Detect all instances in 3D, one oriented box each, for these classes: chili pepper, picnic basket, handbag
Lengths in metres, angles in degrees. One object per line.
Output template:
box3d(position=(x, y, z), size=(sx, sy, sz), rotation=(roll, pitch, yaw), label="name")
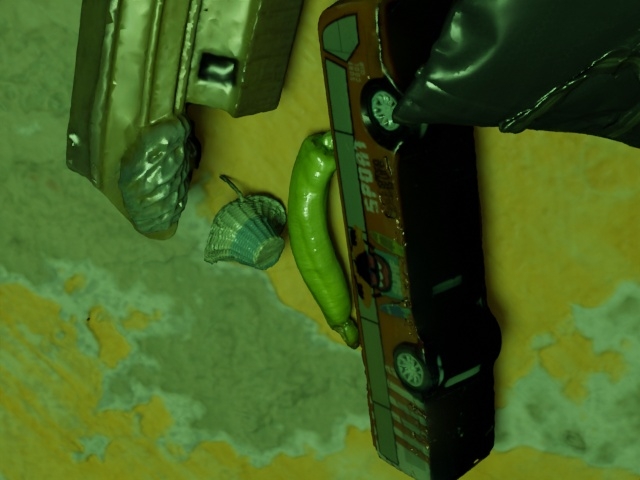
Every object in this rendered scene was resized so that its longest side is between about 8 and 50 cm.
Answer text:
box3d(position=(-0.001, 0.000, 0.969), size=(0.049, 0.043, 0.208), rotation=(-17, 121, -24), label="chili pepper")
box3d(position=(-0.066, -0.007, 0.965), size=(0.083, 0.083, 0.065), rotation=(37, 129, 33), label="picnic basket")
box3d(position=(0.191, -0.148, 0.797), size=(0.254, 0.089, 0.211), rotation=(4, 132, -30), label="handbag")

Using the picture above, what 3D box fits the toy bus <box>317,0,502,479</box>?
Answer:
box3d(position=(0.075, 0.001, 0.915), size=(0.092, 0.093, 0.409), rotation=(18, 124, 47), label="toy bus")

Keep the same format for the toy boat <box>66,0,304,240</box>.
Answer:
box3d(position=(-0.083, -0.212, 0.837), size=(0.162, 0.136, 0.446), rotation=(9, 114, -7), label="toy boat")
